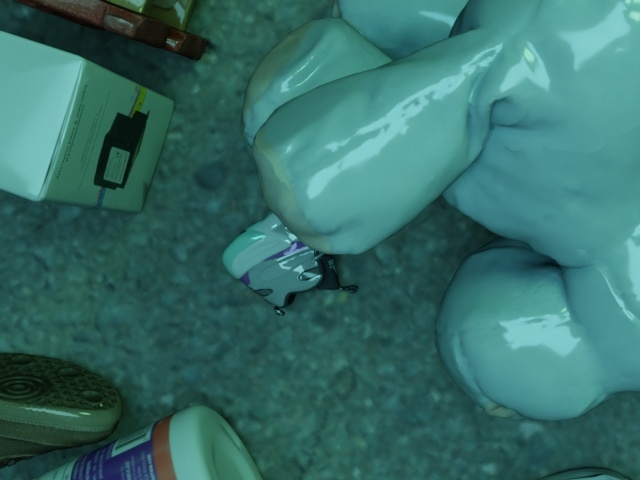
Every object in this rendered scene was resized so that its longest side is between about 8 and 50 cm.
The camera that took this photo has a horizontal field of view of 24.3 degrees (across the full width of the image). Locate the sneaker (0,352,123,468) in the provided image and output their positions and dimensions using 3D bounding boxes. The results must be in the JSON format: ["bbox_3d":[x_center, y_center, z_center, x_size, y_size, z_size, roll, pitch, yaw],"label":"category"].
[{"bbox_3d":[-0.201,0.106,0.853,0.188,0.066,0.071,6,109,14],"label":"sneaker"}]

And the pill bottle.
[{"bbox_3d":[-0.127,0.176,0.811,0.193,0.108,0.108,-26,87,10],"label":"pill bottle"}]

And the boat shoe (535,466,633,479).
[{"bbox_3d":[0.055,0.200,0.791,0.267,0.088,0.096,-19,89,9],"label":"boat shoe"}]

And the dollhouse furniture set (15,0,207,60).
[{"bbox_3d":[-0.211,-0.247,0.789,0.374,0.152,0.201,19,95,8],"label":"dollhouse furniture set"}]

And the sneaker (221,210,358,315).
[{"bbox_3d":[0.000,0.000,0.823,0.069,0.038,0.098,45,107,4],"label":"sneaker"}]

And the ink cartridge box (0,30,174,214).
[{"bbox_3d":[-0.164,-0.068,0.777,0.127,0.175,0.072,18,92,8],"label":"ink cartridge box"}]

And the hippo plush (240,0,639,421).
[{"bbox_3d":[0.130,-0.042,0.743,0.294,0.234,0.236,-23,119,24],"label":"hippo plush"}]
